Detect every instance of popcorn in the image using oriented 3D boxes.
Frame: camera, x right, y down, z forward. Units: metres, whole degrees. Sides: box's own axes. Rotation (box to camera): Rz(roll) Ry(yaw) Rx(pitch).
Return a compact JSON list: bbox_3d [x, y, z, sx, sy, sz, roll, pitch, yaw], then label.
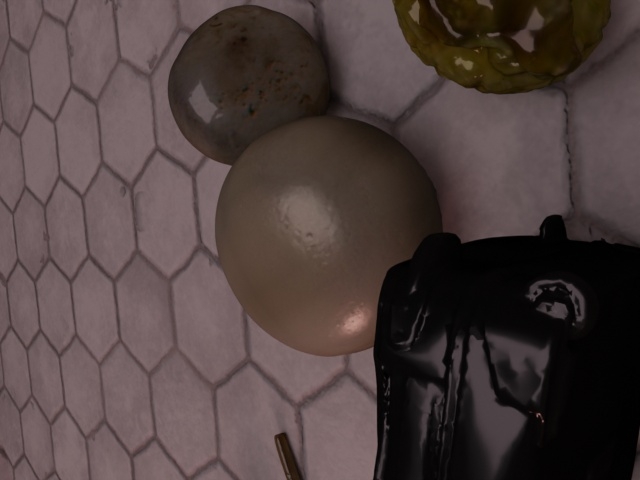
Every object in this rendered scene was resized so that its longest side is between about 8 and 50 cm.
[{"bbox_3d":[0.183,-0.256,0.637,0.251,0.205,0.237,-105,-10,-55],"label":"popcorn"}]

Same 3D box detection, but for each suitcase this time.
[{"bbox_3d":[0.199,0.156,0.596,0.188,0.345,0.340,11,102,39],"label":"suitcase"}]

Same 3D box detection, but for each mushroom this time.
[{"bbox_3d":[-0.109,-0.226,0.977,0.243,0.243,0.244,7,100,44],"label":"mushroom"}]

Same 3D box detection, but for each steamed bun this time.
[{"bbox_3d":[0.000,0.000,0.830,0.324,0.206,0.324,16,120,31],"label":"steamed bun"}]

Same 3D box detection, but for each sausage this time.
[{"bbox_3d":[-0.052,0.405,1.105,0.024,0.024,0.132,-35,69,42],"label":"sausage"}]
